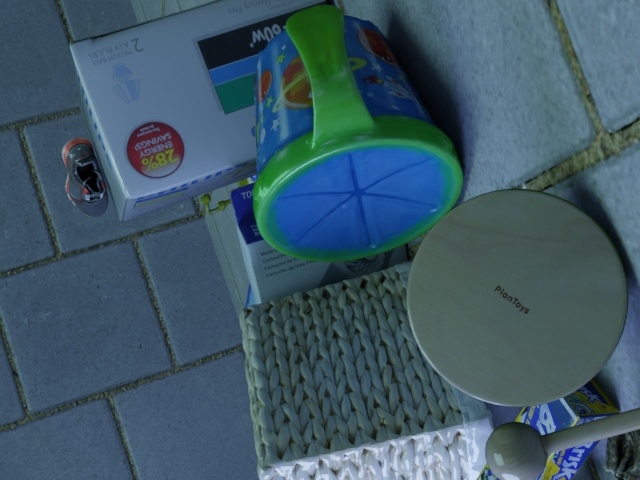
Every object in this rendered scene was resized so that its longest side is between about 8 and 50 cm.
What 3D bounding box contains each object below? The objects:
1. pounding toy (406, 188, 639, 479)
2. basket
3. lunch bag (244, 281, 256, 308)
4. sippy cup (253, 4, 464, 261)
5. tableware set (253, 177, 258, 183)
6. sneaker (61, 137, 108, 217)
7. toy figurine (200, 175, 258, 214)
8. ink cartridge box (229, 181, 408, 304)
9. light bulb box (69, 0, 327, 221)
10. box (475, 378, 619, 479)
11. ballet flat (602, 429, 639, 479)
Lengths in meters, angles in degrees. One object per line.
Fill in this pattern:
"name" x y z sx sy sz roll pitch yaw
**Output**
"pounding toy" 0.186 0.075 0.841 0.237 0.183 0.110 66 -168 11
"basket" 0.055 0.255 1.218 0.331 0.266 0.328 -104 5 -56
"lunch bag" -0.060 0.087 1.962 0.221 0.138 0.293 -123 32 -52
"sippy cup" 0.022 -0.128 1.096 0.305 0.240 0.224 -52 41 45
"tableware set" -0.099 -0.141 1.666 0.168 0.141 0.020 43 -158 10
"sneaker" -0.354 -0.081 1.455 0.065 0.061 0.158 52 161 36
"toy figurine" -0.132 -0.138 1.781 0.217 0.191 0.362 53 159 42
"ink cartridge box" 0.006 0.005 1.290 0.045 0.223 0.224 -130 24 -58
"light bulb box" -0.164 -0.199 1.420 0.361 0.358 0.225 162 87 -76
"box" 0.216 0.204 0.925 0.059 0.054 0.169 60 138 43
"ballet flat" 0.299 0.267 0.791 0.084 0.058 0.250 124 127 -75
